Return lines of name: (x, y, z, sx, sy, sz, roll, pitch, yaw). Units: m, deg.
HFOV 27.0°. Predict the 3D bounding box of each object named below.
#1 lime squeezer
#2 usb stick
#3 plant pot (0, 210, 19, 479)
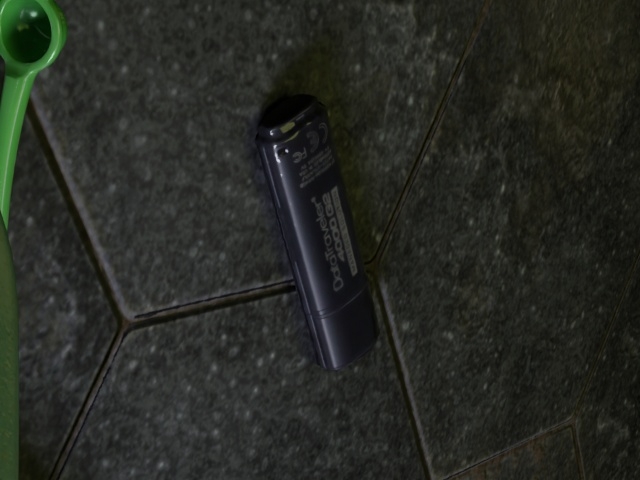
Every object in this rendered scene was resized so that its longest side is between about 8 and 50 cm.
lime squeezer: (-0.179, -0.159, 0.908, 0.110, 0.059, 0.310, 87, 27, -75)
usb stick: (0.000, 0.000, 1.197, 0.077, 0.045, 0.278, -38, 132, -29)
plant pot: (-0.299, 0.004, 0.637, 0.247, 0.248, 0.252, 48, 35, -50)
